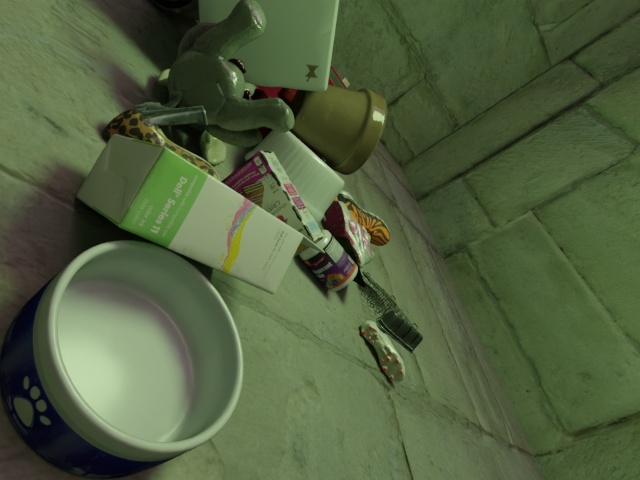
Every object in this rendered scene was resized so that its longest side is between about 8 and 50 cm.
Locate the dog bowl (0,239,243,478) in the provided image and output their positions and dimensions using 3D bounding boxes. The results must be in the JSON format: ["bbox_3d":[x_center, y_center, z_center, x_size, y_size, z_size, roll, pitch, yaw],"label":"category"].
[{"bbox_3d":[-0.225,0.138,0.513,0.265,0.104,0.265,45,24,-27],"label":"dog bowl"}]

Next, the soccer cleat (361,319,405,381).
[{"bbox_3d":[0.188,0.318,1.213,0.196,0.068,0.076,57,18,7],"label":"soccer cleat"}]

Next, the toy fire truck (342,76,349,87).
[{"bbox_3d":[0.065,-0.638,2.002,0.217,0.246,0.159,36,30,-42],"label":"toy fire truck"}]

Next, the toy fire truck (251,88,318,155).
[{"bbox_3d":[-0.130,-0.394,1.415,0.302,0.169,0.254,40,1,-34],"label":"toy fire truck"}]

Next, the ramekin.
[{"bbox_3d":[-0.063,-0.192,1.155,0.277,0.135,0.277,41,7,-6],"label":"ramekin"}]

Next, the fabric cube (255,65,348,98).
[{"bbox_3d":[-0.069,-0.627,1.687,0.259,0.258,0.254,52,21,-12],"label":"fabric cube"}]

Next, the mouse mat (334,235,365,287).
[{"bbox_3d":[0.087,0.061,1.263,0.189,0.007,0.153,-161,-129,-80],"label":"mouse mat"}]

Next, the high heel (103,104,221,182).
[{"bbox_3d":[-0.297,-0.124,0.807,0.093,0.186,0.261,18,-60,62],"label":"high heel"}]

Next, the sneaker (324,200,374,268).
[{"bbox_3d":[0.102,-0.018,1.404,0.111,0.103,0.252,-9,75,-44],"label":"sneaker"}]

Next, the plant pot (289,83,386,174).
[{"bbox_3d":[0.029,-0.355,1.225,0.229,0.263,0.263,19,38,-23],"label":"plant pot"}]

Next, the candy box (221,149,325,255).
[{"bbox_3d":[-0.120,-0.062,0.939,0.234,0.159,0.071,58,23,2],"label":"candy box"}]

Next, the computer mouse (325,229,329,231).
[{"bbox_3d":[0.000,0.000,1.269,0.193,0.042,0.106,19,44,-58],"label":"computer mouse"}]

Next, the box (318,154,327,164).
[{"bbox_3d":[-0.006,-0.408,1.834,0.162,0.029,0.116,60,22,11],"label":"box"}]

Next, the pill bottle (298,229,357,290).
[{"bbox_3d":[0.007,0.039,1.142,0.193,0.108,0.108,49,23,-19],"label":"pill bottle"}]

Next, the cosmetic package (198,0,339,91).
[{"bbox_3d":[-0.131,-0.640,1.107,0.329,0.328,0.394,3,40,-8],"label":"cosmetic package"}]

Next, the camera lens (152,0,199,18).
[{"bbox_3d":[-0.399,-0.808,1.274,0.219,0.219,0.274,54,22,-10],"label":"camera lens"}]

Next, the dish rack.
[{"bbox_3d":[0.218,0.224,1.365,0.208,0.074,0.271,44,8,-37],"label":"dish rack"}]

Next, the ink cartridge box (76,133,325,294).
[{"bbox_3d":[-0.177,-0.022,0.686,0.207,0.119,0.353,21,-9,44],"label":"ink cartridge box"}]

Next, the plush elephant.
[{"bbox_3d":[-0.241,-0.327,0.951,0.255,0.329,0.272,-128,-166,-76],"label":"plush elephant"}]

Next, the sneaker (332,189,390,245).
[{"bbox_3d":[0.142,-0.037,1.553,0.321,0.124,0.180,34,34,-25],"label":"sneaker"}]
